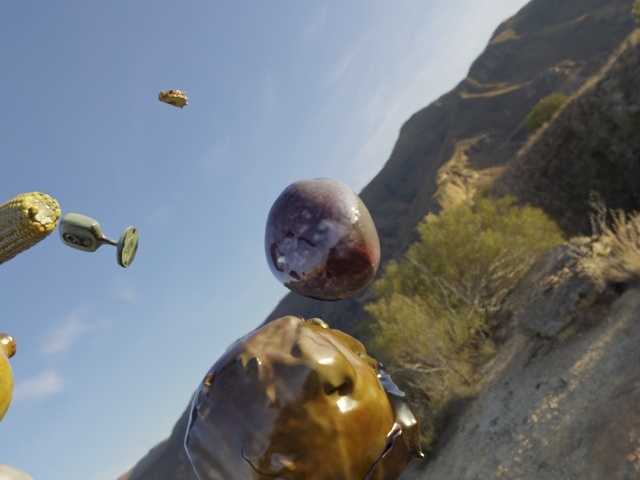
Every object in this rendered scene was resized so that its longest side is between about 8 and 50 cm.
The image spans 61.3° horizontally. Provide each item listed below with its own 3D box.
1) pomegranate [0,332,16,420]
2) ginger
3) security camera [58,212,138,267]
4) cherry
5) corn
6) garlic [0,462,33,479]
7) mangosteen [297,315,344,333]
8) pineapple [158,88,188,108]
[{"bbox_3d":[-0.999,0.352,1.400,0.416,0.417,0.416,-45,-7,-7],"label":"pomegranate"},{"bbox_3d":[-0.032,0.191,0.601,0.200,0.223,0.269,-51,14,2],"label":"ginger"},{"bbox_3d":[-0.287,-0.001,0.689,0.058,0.092,0.058,-169,90,-89],"label":"security camera"},{"bbox_3d":[0.000,0.000,0.924,0.184,0.213,0.266,-21,24,-32],"label":"cherry"},{"bbox_3d":[-0.477,-0.012,0.818,0.238,0.080,0.080,-22,7,31],"label":"corn"},{"bbox_3d":[-0.606,0.531,0.959,0.256,0.207,0.207,-51,-7,4],"label":"garlic"},{"bbox_3d":[-0.017,0.278,1.293,0.192,0.192,0.217,-42,-50,-32],"label":"mangosteen"},{"bbox_3d":[-0.336,-0.331,1.254,0.045,0.019,0.083,-22,-14,28],"label":"pineapple"}]
